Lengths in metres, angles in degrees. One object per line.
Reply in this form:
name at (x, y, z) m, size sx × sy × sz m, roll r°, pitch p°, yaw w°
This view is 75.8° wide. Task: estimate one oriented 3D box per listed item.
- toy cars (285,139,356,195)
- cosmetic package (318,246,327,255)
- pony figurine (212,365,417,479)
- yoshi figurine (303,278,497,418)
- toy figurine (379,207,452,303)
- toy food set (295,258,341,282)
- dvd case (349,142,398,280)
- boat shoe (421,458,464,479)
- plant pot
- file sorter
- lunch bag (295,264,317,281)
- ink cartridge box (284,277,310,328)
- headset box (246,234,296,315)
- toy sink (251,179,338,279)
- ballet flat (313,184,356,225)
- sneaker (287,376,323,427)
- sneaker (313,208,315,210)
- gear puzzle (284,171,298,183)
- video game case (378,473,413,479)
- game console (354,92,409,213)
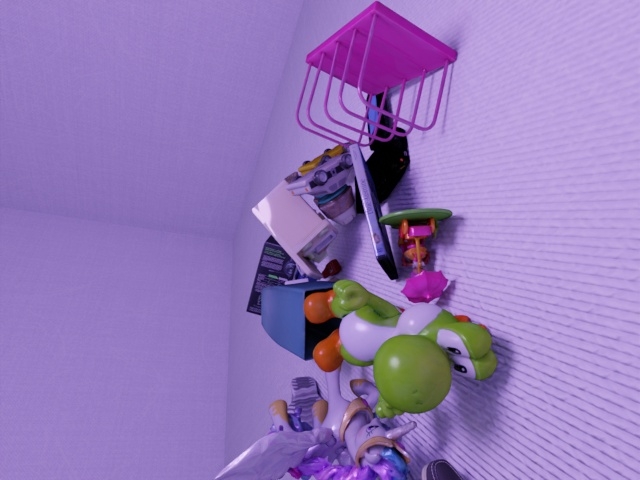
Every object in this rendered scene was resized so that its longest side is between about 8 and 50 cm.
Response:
toy cars at (0.024, -0.181, 1.099) m, size 0.393 × 0.177 × 0.087 m, roll -76°, pitch -38°, yaw -68°
cosmetic package at (0.000, 0.000, 1.361) m, size 0.060 × 0.041 × 0.115 m, roll -99°, pitch 26°, yaw -44°
pony figurine at (-0.003, 0.391, 0.771) m, size 0.351 × 0.303 × 0.363 m, roll -45°, pitch 14°, yaw -3°
yoshi figurine at (0.092, 0.175, 0.678) m, size 0.362 × 0.204 × 0.202 m, roll -5°, pitch 57°, yaw 54°
toy figurine at (0.177, 0.036, 0.755) m, size 0.173 × 0.130 × 0.159 m, roll 75°, pitch -169°, yaw -82°
toy food set at (-0.014, 0.094, 1.224) m, size 0.232 × 0.111 × 0.104 m, roll 60°, pitch 150°, yaw 11°
dvd case at (0.113, -0.054, 0.858) m, size 0.180 × 0.022 × 0.252 m, roll 46°, pitch -149°, yaw -65°
boat shoe at (0.211, 0.381, 0.524) m, size 0.073 × 0.080 × 0.223 m, roll -65°, pitch 29°, yaw 26°
plant pot at (-0.048, 0.186, 1.074) m, size 0.235 × 0.166 × 0.165 m, roll 4°, pitch 95°, yaw 50°
file sorter at (0.097, -0.320, 0.888) m, size 0.291 × 0.202 × 0.182 m, roll 8°, pitch 83°, yaw 63°
lunch bag at (-0.053, 0.123, 1.421) m, size 0.067 × 0.065 × 0.098 m, roll -99°, pitch 25°, yaw -42°
ink cartridge box at (-0.058, 0.236, 1.281) m, size 0.139 × 0.082 × 0.190 m, roll 78°, pitch -177°, yaw -47°
headset box at (-0.159, 0.112, 1.520) m, size 0.246 × 0.132 × 0.282 m, roll -86°, pitch 12°, yaw -81°
toy sink at (-0.042, -0.026, 1.094) m, size 0.131 × 0.234 × 0.153 m, roll -43°, pitch -15°, yaw 3°
ballet flat at (0.050, -0.100, 1.154) m, size 0.108 × 0.106 × 0.316 m, roll -34°, pitch 12°, yaw 3°
sneaker at (-0.036, 0.494, 1.157) m, size 0.281 × 0.105 × 0.115 m, roll -89°, pitch -6°, yaw -82°
sneaker at (-0.067, -0.064, 1.562) m, size 0.161 × 0.057 × 0.075 m, roll 140°, pitch 142°, yaw -58°
gear puzzle at (-0.143, -0.211, 1.892) m, size 0.339 × 0.044 × 0.175 m, roll -176°, pitch 93°, yaw -74°
video game case at (0.145, 0.536, 0.714) m, size 0.227 × 0.026 × 0.206 m, roll -132°, pitch 53°, yaw -68°
game console at (0.143, -0.260, 1.065) m, size 0.213 × 0.044 × 0.360 m, roll 129°, pitch 146°, yaw -56°
